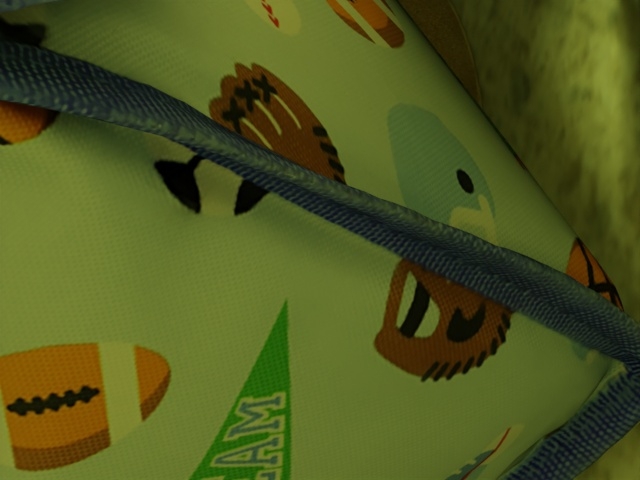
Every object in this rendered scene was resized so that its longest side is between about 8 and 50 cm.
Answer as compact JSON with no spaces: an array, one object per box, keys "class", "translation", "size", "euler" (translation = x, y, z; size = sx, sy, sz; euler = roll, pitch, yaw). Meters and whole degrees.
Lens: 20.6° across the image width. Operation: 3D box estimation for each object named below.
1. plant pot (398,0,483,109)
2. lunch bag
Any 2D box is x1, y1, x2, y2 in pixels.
[{"class":"plant pot","translation":[0.000,0.000,0.729],"size":[0.236,0.032,0.236],"euler":[-173,90,-67]},{"class":"lunch bag","translation":[-0.128,-0.059,0.492],"size":[0.239,0.385,0.328],"euler":[-48,47,16]}]
